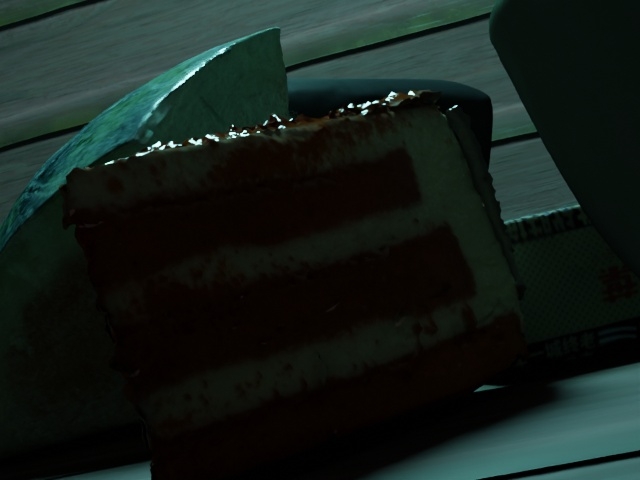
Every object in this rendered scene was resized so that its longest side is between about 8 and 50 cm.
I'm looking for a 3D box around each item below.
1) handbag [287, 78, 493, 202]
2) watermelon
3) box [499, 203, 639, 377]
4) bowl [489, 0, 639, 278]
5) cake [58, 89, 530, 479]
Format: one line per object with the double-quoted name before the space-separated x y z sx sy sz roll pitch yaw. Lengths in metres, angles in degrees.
"handbag" 0.002 0.000 1.187 0.302 0.275 0.178 -4 13 -32
"watermelon" -0.101 0.040 0.980 0.387 0.258 0.228 -57 6 14
"box" 0.150 0.023 0.891 0.198 0.084 0.310 -13 -2 -10
"bowl" 0.204 -0.031 0.396 0.289 0.146 0.289 -14 -3 -1
"cake" -0.046 0.028 0.659 0.160 0.158 0.262 -20 -4 42
